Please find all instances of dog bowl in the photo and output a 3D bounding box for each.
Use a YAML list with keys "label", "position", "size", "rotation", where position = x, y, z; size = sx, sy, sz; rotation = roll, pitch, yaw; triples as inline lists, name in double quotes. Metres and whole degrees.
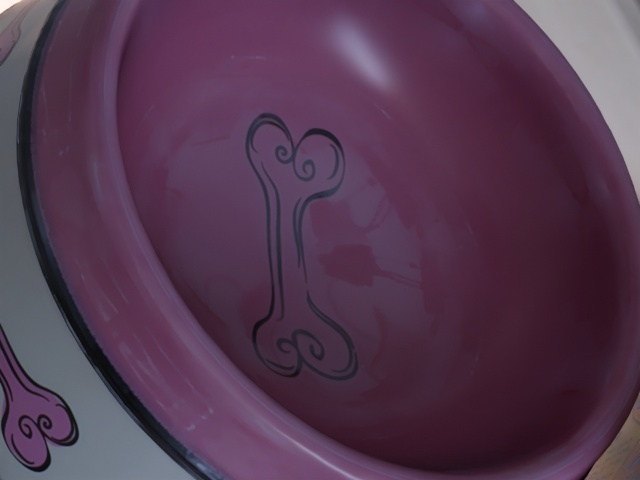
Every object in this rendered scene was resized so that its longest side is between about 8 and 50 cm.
- label: "dog bowl"
  position: [0.000, 0.000, 0.973]
  size: [0.150, 0.408, 0.408]
  rotation: [-39, -176, 47]

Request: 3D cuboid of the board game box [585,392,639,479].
- label: "board game box"
  position: [0.306, 0.231, 1.075]
  size: [0.356, 0.356, 0.356]
  rotation: [-39, -177, 42]
